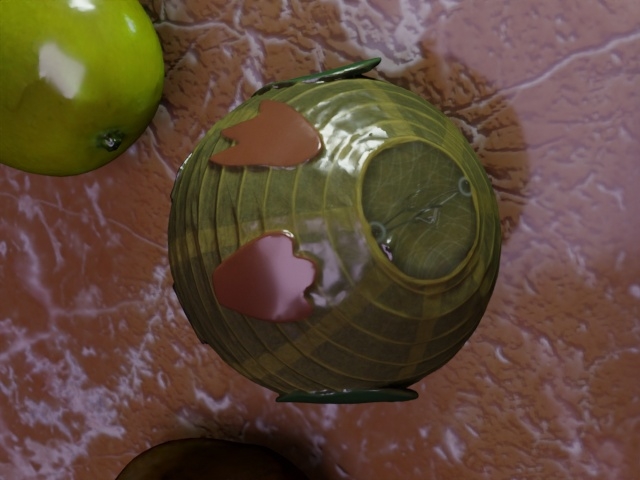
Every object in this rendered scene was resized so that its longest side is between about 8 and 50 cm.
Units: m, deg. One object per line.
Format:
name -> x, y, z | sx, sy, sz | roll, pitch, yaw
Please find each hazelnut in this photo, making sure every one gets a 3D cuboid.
hazelnut -> -0.101, 0.294, 0.802 | 0.229, 0.229, 0.230 | 6, 108, 17

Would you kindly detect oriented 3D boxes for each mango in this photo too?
mango -> -0.257, -0.154, 0.737 | 0.273, 0.149, 0.185 | 11, 117, 22

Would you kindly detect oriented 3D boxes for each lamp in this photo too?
lamp -> 0.000, 0.000, 0.661 | 0.250, 0.250, 0.284 | 60, 153, -6
